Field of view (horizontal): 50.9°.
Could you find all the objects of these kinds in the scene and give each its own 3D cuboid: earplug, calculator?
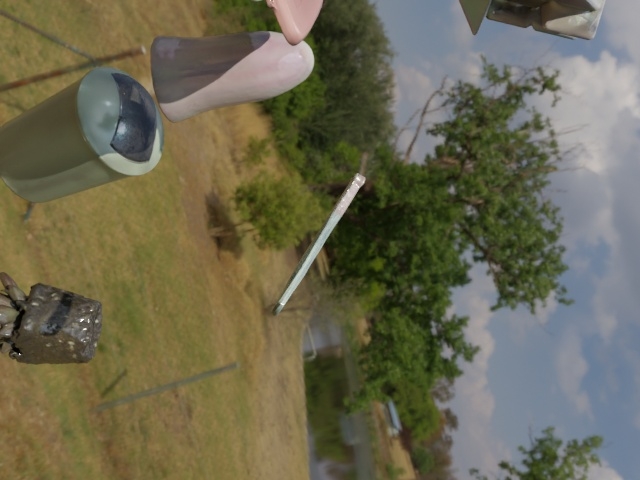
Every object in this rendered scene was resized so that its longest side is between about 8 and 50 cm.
[{"bbox_3d":[-0.161,-0.334,1.319,0.172,0.301,0.173,-5,90,-80],"label":"earplug"},{"bbox_3d":[-0.046,-0.460,1.099,0.330,0.048,0.220,-78,154,-44],"label":"calculator"}]

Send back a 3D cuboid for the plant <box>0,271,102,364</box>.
[{"bbox_3d":[-0.697,0.203,1.602,0.194,0.320,0.182,-87,-173,-48],"label":"plant"}]

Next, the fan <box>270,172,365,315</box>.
[{"bbox_3d":[0.000,0.000,1.060,0.282,0.023,0.057,-58,180,-21],"label":"fan"}]

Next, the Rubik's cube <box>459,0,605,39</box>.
[{"bbox_3d":[0.375,-0.541,1.148,0.368,0.358,0.388,-65,170,-77],"label":"Rubik's cube"}]

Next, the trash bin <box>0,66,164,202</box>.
[{"bbox_3d":[-0.619,-0.267,1.756,0.280,0.431,0.281,32,51,-50],"label":"trash bin"}]
